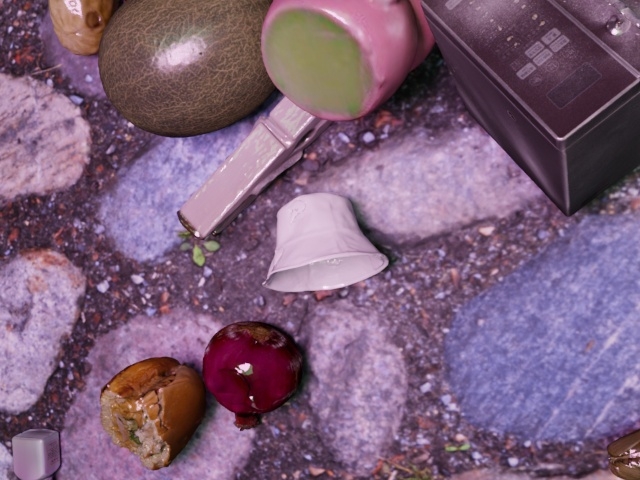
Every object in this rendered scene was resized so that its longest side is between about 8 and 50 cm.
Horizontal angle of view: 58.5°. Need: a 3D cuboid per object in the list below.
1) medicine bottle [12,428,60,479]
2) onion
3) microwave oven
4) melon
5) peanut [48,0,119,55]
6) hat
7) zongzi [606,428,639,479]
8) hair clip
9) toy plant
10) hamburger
[{"bbox_3d":[-0.555,0.436,1.119,0.074,0.055,0.117,-3,91,14],"label":"medicine bottle"},{"bbox_3d":[-0.123,0.242,0.958,0.173,0.135,0.198,9,97,17],"label":"onion"},{"bbox_3d":[0.392,-0.278,0.678,0.432,0.374,0.236,-39,65,11],"label":"microwave oven"},{"bbox_3d":[-0.190,-0.289,0.895,0.302,0.237,0.237,-22,87,8],"label":"melon"},{"bbox_3d":[-0.413,-0.447,1.006,0.110,0.120,0.236,22,108,52],"label":"peanut"},{"bbox_3d":[0.000,0.000,0.910,0.203,0.203,0.126,-13,71,15],"label":"hat"},{"bbox_3d":[0.504,0.267,0.831,0.160,0.078,0.176,1,83,15],"label":"zongzi"},{"bbox_3d":[-0.102,-0.137,0.954,0.331,0.101,0.085,-46,77,11],"label":"hair clip"},{"bbox_3d":[0.094,-0.316,0.792,0.317,0.356,0.210,33,141,0],"label":"toy plant"},{"bbox_3d":[-0.267,0.281,0.963,0.144,0.157,0.283,42,142,12],"label":"hamburger"}]
